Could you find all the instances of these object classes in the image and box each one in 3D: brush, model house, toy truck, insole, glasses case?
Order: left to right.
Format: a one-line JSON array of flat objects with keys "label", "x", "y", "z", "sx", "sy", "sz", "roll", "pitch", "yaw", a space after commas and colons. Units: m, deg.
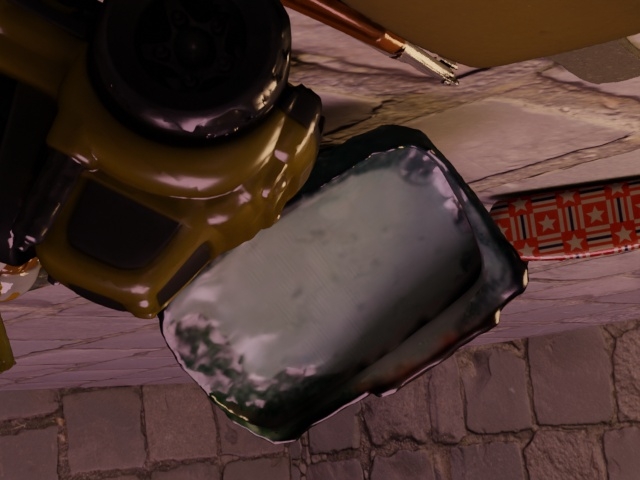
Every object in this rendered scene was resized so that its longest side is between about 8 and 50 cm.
[{"label": "toy truck", "x": -0.120, "y": -0.045, "z": 0.466, "sx": 0.224, "sy": 0.165, "sz": 0.147, "roll": 26, "pitch": 168, "yaw": 0}, {"label": "brush", "x": -0.040, "y": -0.126, "z": 0.506, "sx": 0.090, "sy": 0.017, "sz": 0.314, "roll": 29, "pitch": -174, "yaw": 33}, {"label": "model house", "x": 0.000, "y": 0.000, "z": 0.976, "sx": 0.253, "sy": 0.184, "sz": 0.291, "roll": -35, "pitch": -161, "yaw": 7}, {"label": "brush", "x": 0.087, "y": -0.132, "z": 0.523, "sx": 0.123, "sy": 0.059, "sz": 0.197, "roll": -15, "pitch": 167, "yaw": 28}, {"label": "insole", "x": 0.160, "y": -0.124, "z": 0.737, "sx": 0.063, "sy": 0.010, "sz": 0.192, "roll": -12, "pitch": 169, "yaw": 33}, {"label": "glasses case", "x": 0.271, "y": -0.019, "z": 1.201, "sx": 0.194, "sy": 0.073, "sz": 0.049, "roll": -7, "pitch": 178, "yaw": 11}]

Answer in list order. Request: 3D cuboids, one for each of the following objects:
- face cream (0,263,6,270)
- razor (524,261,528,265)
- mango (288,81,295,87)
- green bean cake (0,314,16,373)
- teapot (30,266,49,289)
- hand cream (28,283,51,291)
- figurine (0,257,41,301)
[{"label": "face cream", "x": -0.249, "y": -0.029, "z": 0.739, "sx": 0.117, "sy": 0.117, "sz": 0.104, "roll": -15, "pitch": 158, "yaw": 41}, {"label": "razor", "x": 0.174, "y": 0.017, "z": 1.390, "sx": 0.090, "sy": 0.054, "sz": 0.148, "roll": -14, "pitch": 166, "yaw": 39}, {"label": "mango", "x": -0.098, "y": -0.048, "z": 0.780, "sx": 0.136, "sy": 0.099, "sz": 0.227, "roll": 10, "pitch": 153, "yaw": -43}, {"label": "green bean cake", "x": -0.484, "y": 0.119, "z": 1.257, "sx": 0.233, "sy": 0.124, "sz": 0.236, "roll": -12, "pitch": -175, "yaw": 24}, {"label": "teapot", "x": -0.310, "y": 0.038, "z": 1.280, "sx": 0.111, "sy": 0.043, "sz": 0.043, "roll": -5, "pitch": 170, "yaw": -17}, {"label": "hand cream", "x": -0.387, "y": 0.061, "z": 1.409, "sx": 0.165, "sy": 0.037, "sz": 0.057, "roll": -13, "pitch": 169, "yaw": 6}, {"label": "figurine", "x": -0.312, "y": 0.023, "z": 1.139, "sx": 0.101, "sy": 0.068, "sz": 0.143, "roll": -6, "pitch": -176, "yaw": -31}]
